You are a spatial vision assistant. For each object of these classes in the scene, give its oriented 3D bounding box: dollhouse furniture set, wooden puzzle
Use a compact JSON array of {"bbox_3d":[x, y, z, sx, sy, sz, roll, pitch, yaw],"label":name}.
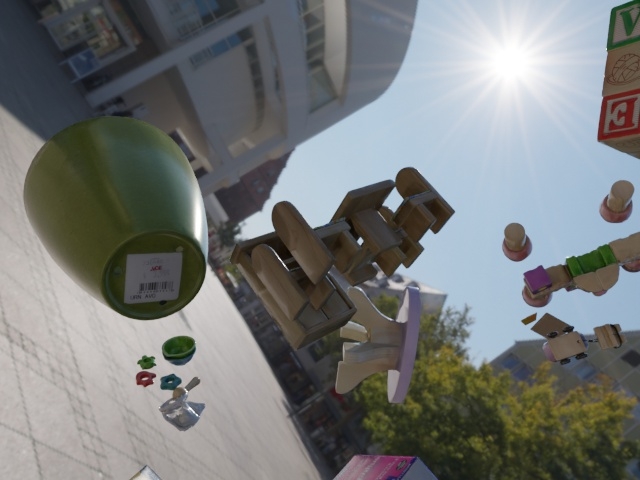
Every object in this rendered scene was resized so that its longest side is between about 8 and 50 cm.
[{"bbox_3d":[0.000,0.000,0.702,0.161,0.212,0.242,53,-42,21],"label":"dollhouse furniture set"},{"bbox_3d":[0.538,0.203,1.298,0.116,0.014,0.078,35,-46,0],"label":"wooden puzzle"}]

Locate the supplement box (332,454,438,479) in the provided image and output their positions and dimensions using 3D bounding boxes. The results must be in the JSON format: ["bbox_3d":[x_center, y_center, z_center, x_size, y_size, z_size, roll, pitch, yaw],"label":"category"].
[{"bbox_3d":[0.090,0.384,0.784,0.114,0.111,0.220,49,-28,4],"label":"supplement box"}]

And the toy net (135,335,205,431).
[{"bbox_3d":[-0.286,0.266,1.047,0.232,0.122,0.045,-127,-146,-59],"label":"toy net"}]

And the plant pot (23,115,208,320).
[{"bbox_3d":[-0.280,-0.014,0.831,0.293,0.275,0.274,42,-19,50],"label":"plant pot"}]

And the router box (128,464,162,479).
[{"bbox_3d":[-0.348,0.672,1.251,0.309,0.081,0.243,43,-6,4],"label":"router box"}]

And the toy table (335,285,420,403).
[{"bbox_3d":[0.128,0.235,1.293,0.252,0.161,0.274,112,-14,-86],"label":"toy table"}]

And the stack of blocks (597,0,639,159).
[{"bbox_3d":[0.365,-0.163,0.395,0.297,0.087,0.171,-1,-101,62],"label":"stack of blocks"}]

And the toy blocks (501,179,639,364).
[{"bbox_3d":[0.569,0.085,1.180,0.260,0.289,0.308,39,31,-63],"label":"toy blocks"}]
